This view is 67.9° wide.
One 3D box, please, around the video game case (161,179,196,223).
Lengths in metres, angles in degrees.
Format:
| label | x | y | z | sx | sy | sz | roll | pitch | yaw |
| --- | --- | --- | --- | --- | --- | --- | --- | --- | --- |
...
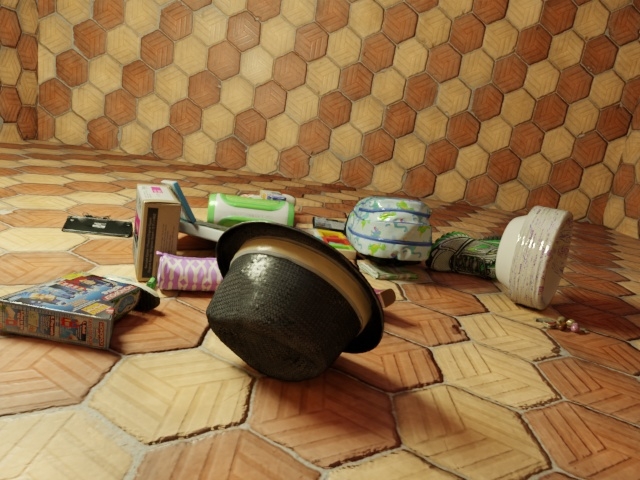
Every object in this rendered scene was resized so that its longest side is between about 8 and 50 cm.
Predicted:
| label | x | y | z | sx | sy | sz | roll | pitch | yaw |
| --- | --- | --- | --- | --- | --- | --- | --- | --- | --- |
| video game case | -0.396 | -0.110 | 1.323 | 0.015 | 0.119 | 0.166 | -30 | 21 | -22 |

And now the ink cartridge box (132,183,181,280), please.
| label | x | y | z | sx | sy | sz | roll | pitch | yaw |
| --- | --- | --- | --- | --- | --- | --- | --- | --- | --- |
| ink cartridge box | -0.414 | -0.027 | 1.185 | 0.088 | 0.193 | 0.234 | 3 | 15 | -25 |

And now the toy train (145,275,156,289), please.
| label | x | y | z | sx | sy | sz | roll | pitch | yaw |
| --- | --- | --- | --- | --- | --- | --- | --- | --- | --- |
| toy train | -0.377 | 0.101 | 1.050 | 0.017 | 0.024 | 0.083 | 7 | 15 | -9 |

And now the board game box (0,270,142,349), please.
| label | x | y | z | sx | sy | sz | roll | pitch | yaw |
| --- | --- | --- | --- | --- | --- | --- | --- | --- | --- |
| board game box | -0.424 | 0.126 | 0.851 | 0.194 | 0.060 | 0.194 | 14 | 15 | 15 |

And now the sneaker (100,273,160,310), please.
| label | x | y | z | sx | sy | sz | roll | pitch | yaw |
| --- | --- | --- | --- | --- | --- | --- | --- | --- | --- |
| sneaker | -0.392 | 0.098 | 0.983 | 0.161 | 0.057 | 0.075 | 9 | 19 | 14 |

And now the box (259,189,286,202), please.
| label | x | y | z | sx | sy | sz | roll | pitch | yaw |
| --- | --- | --- | --- | --- | --- | --- | --- | --- | --- |
| box | -0.189 | -0.175 | 1.897 | 0.081 | 0.028 | 0.136 | 5 | 17 | -22 |

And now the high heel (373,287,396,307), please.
| label | x | y | z | sx | sy | sz | roll | pitch | yaw |
| --- | --- | --- | --- | --- | --- | --- | --- | --- | --- |
| high heel | 0.050 | 0.153 | 1.054 | 0.244 | 0.082 | 0.117 | -21 | 2 | -40 |

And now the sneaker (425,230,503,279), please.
| label | x | y | z | sx | sy | sz | roll | pitch | yaw |
| --- | --- | --- | --- | --- | --- | --- | --- | --- | --- |
| sneaker | 0.507 | 0.056 | 1.559 | 0.343 | 0.134 | 0.146 | -3 | 33 | -14 |

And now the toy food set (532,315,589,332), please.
| label | x | y | z | sx | sy | sz | roll | pitch | yaw |
| --- | --- | --- | --- | --- | --- | --- | --- | --- | --- |
| toy food set | 0.624 | 0.214 | 1.226 | 0.122 | 0.019 | 0.078 | 6 | 14 | -10 |

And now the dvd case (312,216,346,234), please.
| label | x | y | z | sx | sy | sz | roll | pitch | yaw |
| --- | --- | --- | --- | --- | --- | --- | --- | --- | --- |
| dvd case | 0.092 | -0.053 | 1.952 | 0.253 | 0.022 | 0.180 | 8 | 15 | -4 |

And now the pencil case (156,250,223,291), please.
| label | x | y | z | sx | sy | sz | roll | pitch | yaw |
| --- | --- | --- | --- | --- | --- | --- | --- | --- | --- |
| pencil case | -0.271 | 0.073 | 1.094 | 0.206 | 0.088 | 0.086 | 2 | 19 | -22 |

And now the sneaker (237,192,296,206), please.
| label | x | y | z | sx | sy | sz | roll | pitch | yaw |
| --- | --- | --- | --- | --- | --- | --- | --- | --- | --- |
| sneaker | -0.208 | -0.141 | 1.988 | 0.270 | 0.090 | 0.145 | 2 | 20 | -26 |

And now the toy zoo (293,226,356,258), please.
| label | x | y | z | sx | sy | sz | roll | pitch | yaw |
| --- | --- | --- | --- | --- | --- | --- | --- | --- | --- |
| toy zoo | 0.000 | 0.000 | 1.665 | 0.192 | 0.030 | 0.293 | 6 | 15 | -11 |

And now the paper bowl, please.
| label | x | y | z | sx | sy | sz | roll | pitch | yaw |
| --- | --- | --- | --- | --- | --- | --- | --- | --- | --- |
| paper bowl | 0.598 | 0.043 | 1.346 | 0.148 | 0.284 | 0.284 | 16 | 16 | 34 |

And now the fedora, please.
| label | x | y | z | sx | sy | sz | roll | pitch | yaw |
| --- | --- | --- | --- | --- | --- | --- | --- | --- | --- |
| fedora | -0.069 | 0.123 | 0.788 | 0.334 | 0.334 | 0.152 | 15 | 46 | 24 |

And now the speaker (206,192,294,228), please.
| label | x | y | z | sx | sy | sz | roll | pitch | yaw |
| --- | --- | --- | --- | --- | --- | --- | --- | --- | --- |
| speaker | -0.247 | -0.093 | 1.690 | 0.296 | 0.131 | 0.131 | 6 | 14 | -11 |

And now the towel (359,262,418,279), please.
| label | x | y | z | sx | sy | sz | roll | pitch | yaw |
| --- | --- | --- | --- | --- | --- | --- | --- | --- | --- |
| towel | 0.208 | 0.091 | 1.452 | 0.152 | 0.023 | 0.113 | 3 | 16 | -24 |

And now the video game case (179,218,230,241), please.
| label | x | y | z | sx | sy | sz | roll | pitch | yaw |
| --- | --- | --- | --- | --- | --- | --- | --- | --- | --- |
| video game case | -0.303 | -0.021 | 1.427 | 0.329 | 0.036 | 0.300 | 14 | 2 | 16 |

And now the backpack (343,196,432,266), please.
| label | x | y | z | sx | sy | sz | roll | pitch | yaw |
| --- | --- | --- | --- | --- | --- | --- | --- | --- | --- |
| backpack | 0.224 | -0.030 | 1.509 | 0.290 | 0.273 | 0.355 | 12 | 21 | 1 |

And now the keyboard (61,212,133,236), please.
| label | x | y | z | sx | sy | sz | roll | pitch | yaw |
| --- | --- | --- | --- | --- | --- | --- | --- | --- | --- |
| keyboard | -0.664 | -0.038 | 1.433 | 0.192 | 0.038 | 0.100 | 7 | 37 | -12 |
